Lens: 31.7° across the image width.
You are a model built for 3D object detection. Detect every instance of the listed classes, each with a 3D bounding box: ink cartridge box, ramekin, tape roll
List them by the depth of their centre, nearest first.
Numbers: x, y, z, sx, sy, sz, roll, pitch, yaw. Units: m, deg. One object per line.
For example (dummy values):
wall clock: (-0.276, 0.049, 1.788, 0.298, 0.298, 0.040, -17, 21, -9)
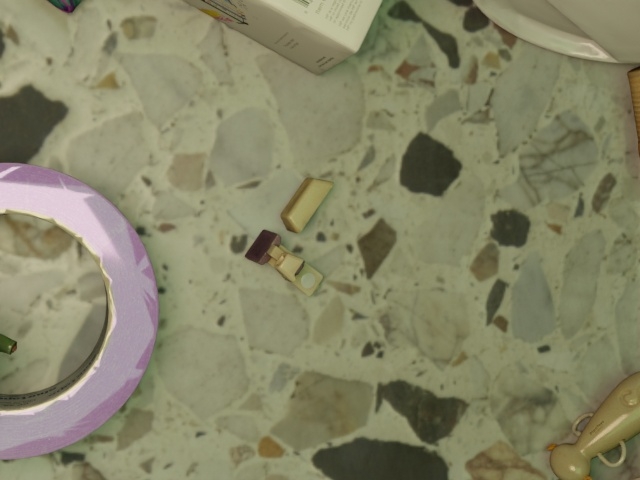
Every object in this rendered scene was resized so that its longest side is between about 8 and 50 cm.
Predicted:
tape roll: (-0.294, 0.064, 1.076, 0.274, 0.090, 0.275, 0, 92, -13)
ink cartridge box: (-0.049, -0.294, 1.078, 0.232, 0.168, 0.171, 28, 85, -11)
ramekin: (0.286, -0.290, 1.110, 0.272, 0.273, 0.127, 17, 76, -12)

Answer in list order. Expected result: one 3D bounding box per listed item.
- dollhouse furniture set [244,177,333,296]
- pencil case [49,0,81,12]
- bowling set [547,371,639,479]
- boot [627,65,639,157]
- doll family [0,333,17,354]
dollhouse furniture set: (0.000, 0.000, 1.148, 0.081, 0.091, 0.114, 39, 80, -26)
pencil case: (-0.228, -0.299, 1.093, 0.070, 0.064, 0.152, 31, 85, 27)
bowling set: (0.399, 0.296, 1.191, 0.154, 0.287, 0.200, -43, 133, -2)
boot: (0.486, -0.129, 1.240, 0.295, 0.104, 0.211, -21, 101, -6)
doll family: (-0.360, 0.088, 0.981, 0.193, 0.076, 0.111, 2, 96, -9)
